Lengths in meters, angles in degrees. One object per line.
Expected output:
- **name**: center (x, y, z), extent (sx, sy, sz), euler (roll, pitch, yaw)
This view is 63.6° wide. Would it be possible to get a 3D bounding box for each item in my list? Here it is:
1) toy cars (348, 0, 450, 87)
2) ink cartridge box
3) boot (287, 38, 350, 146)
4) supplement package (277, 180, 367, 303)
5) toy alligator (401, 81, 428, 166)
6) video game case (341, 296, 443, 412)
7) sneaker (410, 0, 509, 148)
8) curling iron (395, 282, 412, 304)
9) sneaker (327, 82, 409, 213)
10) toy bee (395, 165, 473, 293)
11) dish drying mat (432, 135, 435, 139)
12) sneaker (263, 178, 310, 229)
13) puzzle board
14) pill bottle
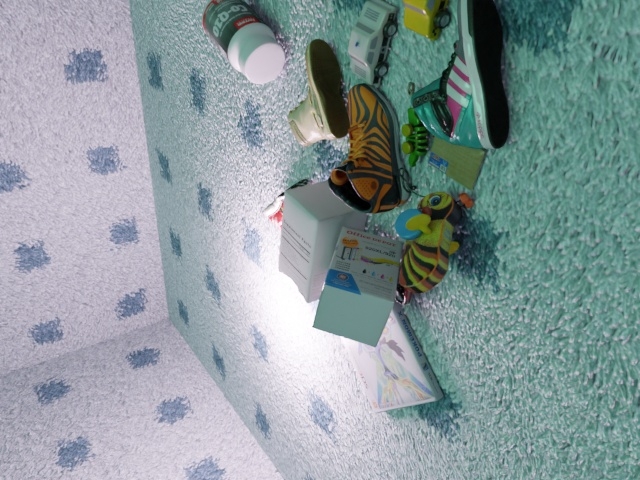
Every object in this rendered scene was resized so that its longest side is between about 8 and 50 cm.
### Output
- **toy cars**: center (0.155, -0.478, 1.111), extent (0.393, 0.087, 0.176), euler (-24, 84, 58)
- **ink cartridge box**: center (0.098, 0.110, 1.307), extent (0.171, 0.233, 0.168), euler (16, 129, 3)
- **boot**: center (-0.023, -0.398, 1.428), extent (0.203, 0.095, 0.262), euler (1, 110, 58)
- **supplement package**: center (0.000, 0.000, 1.500), extent (0.175, 0.177, 0.293), euler (44, 138, 39)
- **toy alligator**: center (0.217, -0.255, 1.152), extent (0.051, 0.056, 0.190), euler (24, 124, 51)
- **video game case**: center (0.186, 0.344, 1.513), extent (0.329, 0.036, 0.300), euler (-43, 69, 56)
- **sneaker**: center (0.258, -0.321, 1.005), extent (0.178, 0.123, 0.296), euler (5, 110, 46)
- **curling iron**: center (0.225, 0.052, 1.311), extent (0.068, 0.035, 0.274), euler (40, 136, 41)
- **sneaker**: center (0.096, -0.218, 1.241), extent (0.124, 0.180, 0.321), euler (-21, 87, 58)
- **toy bee**: center (0.245, -0.042, 1.120), extent (0.162, 0.195, 0.298), euler (-13, 82, 34)
- **dish drying mat**: center (0.276, -0.233, 1.118), extent (0.083, 0.008, 0.032), euler (-34, 75, 58)
- **sneaker**: center (-0.085, -0.109, 1.685), extent (0.118, 0.107, 0.279), euler (52, 151, -3)
- **puzzle board**: center (0.291, -0.179, 1.110), extent (0.128, 0.011, 0.096), euler (42, 141, 34)
- **pill bottle**: center (-0.235, -0.618, 1.580), extent (0.283, 0.161, 0.161), euler (53, 143, 28)
